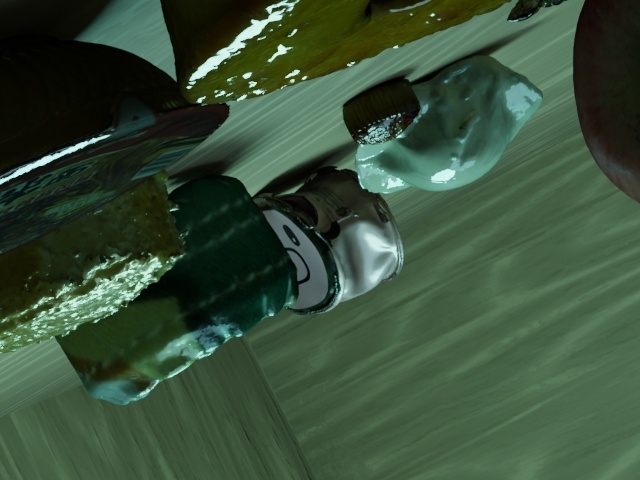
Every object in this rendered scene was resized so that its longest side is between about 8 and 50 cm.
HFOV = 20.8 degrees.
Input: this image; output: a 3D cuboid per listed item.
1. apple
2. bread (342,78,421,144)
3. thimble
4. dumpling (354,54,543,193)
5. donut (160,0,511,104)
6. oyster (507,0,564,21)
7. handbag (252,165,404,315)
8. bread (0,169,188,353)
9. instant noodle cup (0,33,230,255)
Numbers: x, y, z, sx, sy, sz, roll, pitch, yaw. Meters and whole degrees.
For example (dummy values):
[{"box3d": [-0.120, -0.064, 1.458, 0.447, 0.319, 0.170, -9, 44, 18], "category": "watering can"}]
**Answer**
[{"box3d": [0.406, -0.175, 1.599, 0.269, 0.344, 0.345, -11, 167, -33], "category": "apple"}, {"box3d": [0.067, -0.131, 1.834, 0.085, 0.053, 0.085, -26, 175, -2], "category": "bread"}, {"box3d": [-0.162, 0.054, 1.838, 0.254, 0.167, 0.288, -31, 179, -14], "category": "thimble"}, {"box3d": [0.132, -0.131, 1.945, 0.229, 0.124, 0.151, -33, 138, 9], "category": "dumpling"}, {"box3d": [0.043, -0.178, 0.922, 0.303, 0.110, 0.303, -24, 175, -2], "category": "donut"}, {"box3d": [0.239, -0.246, 1.675, 0.132, 0.029, 0.086, -29, 175, 13], "category": "oyster"}, {"box3d": [-0.001, 0.001, 2.190, 0.116, 0.179, 0.205, -33, -173, -28], "category": "handbag"}, {"box3d": [-0.232, 0.014, 1.416, 0.246, 0.121, 0.174, -24, 168, 19], "category": "bread"}, {"box3d": [-0.192, -0.057, 1.046, 0.274, 0.090, 0.274, -26, 176, -2], "category": "instant noodle cup"}]
